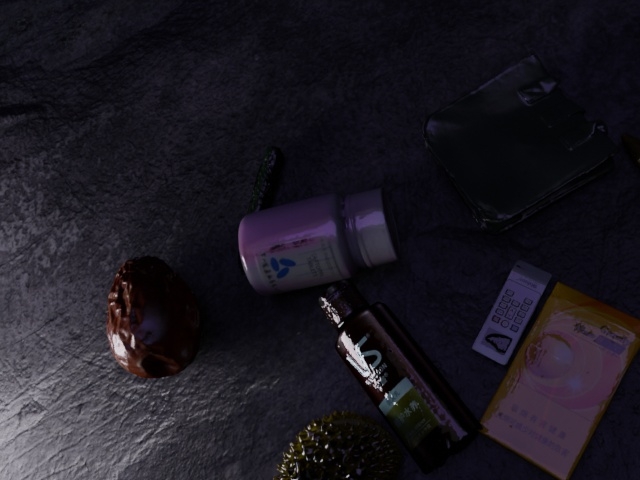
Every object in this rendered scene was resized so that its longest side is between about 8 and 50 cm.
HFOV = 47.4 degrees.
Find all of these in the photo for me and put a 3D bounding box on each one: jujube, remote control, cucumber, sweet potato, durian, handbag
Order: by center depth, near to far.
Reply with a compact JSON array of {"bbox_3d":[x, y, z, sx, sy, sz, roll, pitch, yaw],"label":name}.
[{"bbox_3d":[0.007,0.367,1.104,0.193,0.138,0.237,22,78,23],"label":"durian"},{"bbox_3d":[0.309,0.116,1.169,0.065,0.029,0.166,26,84,23],"label":"remote control"},{"bbox_3d":[0.544,-0.122,1.184,0.153,0.038,0.041,46,110,24],"label":"sweet potato"},{"bbox_3d":[0.333,-0.166,1.244,0.260,0.079,0.248,-31,64,3],"label":"handbag"},{"bbox_3d":[-0.297,0.128,1.292,0.168,0.168,0.236,-28,49,5],"label":"jujube"},{"bbox_3d":[-0.115,-0.056,1.358,0.044,0.043,0.257,5,72,24],"label":"cucumber"}]

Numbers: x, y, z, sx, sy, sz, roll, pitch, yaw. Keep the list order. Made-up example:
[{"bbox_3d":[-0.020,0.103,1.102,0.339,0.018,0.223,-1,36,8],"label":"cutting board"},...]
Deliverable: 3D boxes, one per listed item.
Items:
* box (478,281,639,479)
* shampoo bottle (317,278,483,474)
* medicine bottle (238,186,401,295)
[{"bbox_3d":[0.367,0.211,1.106,0.152,0.043,0.269,27,80,24],"label":"box"},{"bbox_3d":[0.111,0.201,1.157,0.323,0.084,0.129,53,125,26],"label":"shampoo bottle"},{"bbox_3d":[0.000,0.000,1.242,0.254,0.152,0.152,-12,67,12],"label":"medicine bottle"}]
